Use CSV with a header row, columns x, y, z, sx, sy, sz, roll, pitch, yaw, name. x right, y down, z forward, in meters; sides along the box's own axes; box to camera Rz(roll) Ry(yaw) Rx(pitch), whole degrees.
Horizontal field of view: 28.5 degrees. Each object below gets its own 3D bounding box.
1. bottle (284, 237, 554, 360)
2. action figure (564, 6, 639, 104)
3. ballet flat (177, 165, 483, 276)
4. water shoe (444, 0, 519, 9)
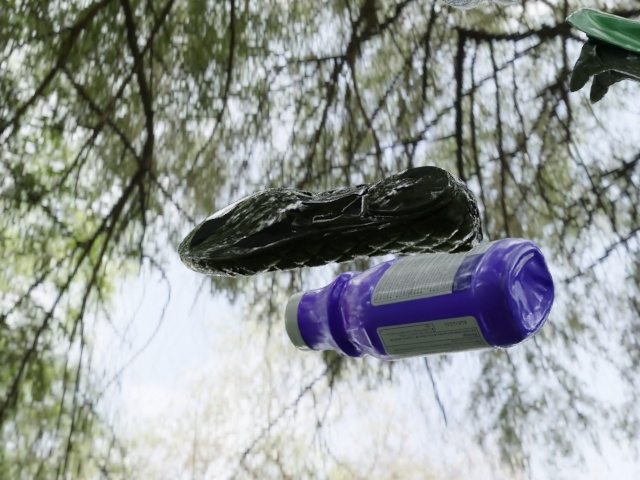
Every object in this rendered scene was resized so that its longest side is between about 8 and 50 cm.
x,y,z,sx,sy,sz,roll,pitch,yaw,name
0.091,0.067,1.274,0.283,0.118,0.092,-11,-69,37,bottle
0.272,-0.086,0.762,0.232,0.137,0.063,15,-84,28,action figure
0.000,0.000,0.650,0.173,0.057,0.049,-8,-48,29,ballet flat
0.130,-0.261,1.181,0.080,0.203,0.073,12,-84,-16,water shoe
